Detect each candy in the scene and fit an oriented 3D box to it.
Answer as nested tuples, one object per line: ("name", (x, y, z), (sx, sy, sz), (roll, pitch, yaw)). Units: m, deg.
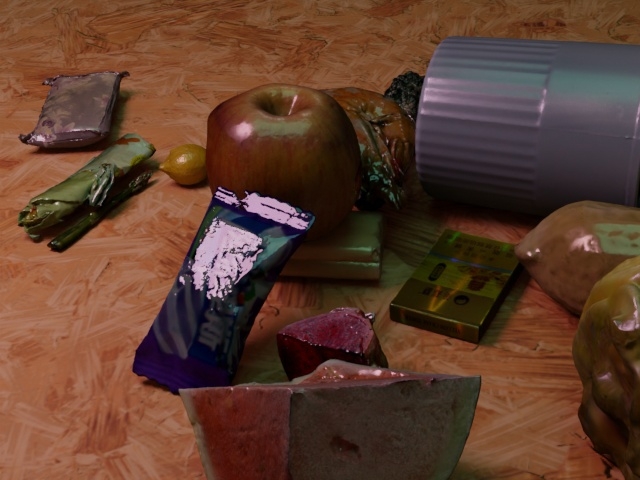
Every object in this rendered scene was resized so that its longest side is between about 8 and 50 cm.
("candy", (-0.117, 0.067, 1.156), (0.145, 0.070, 0.275), (19, 78, 23))

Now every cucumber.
("cucumber", (0.108, -0.157, 1.555), (0.096, 0.096, 0.359), (8, 34, 16))

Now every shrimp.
("shrimp", (0.080, -0.138, 1.422), (0.154, 0.062, 0.294), (-2, 45, -14))

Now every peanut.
("peanut", (0.408, 0.026, 1.196), (0.340, 0.158, 0.174), (1, 54, 13))

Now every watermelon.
("watermelon", (-0.010, 0.195, 0.964), (0.256, 0.176, 0.260), (-46, 21, -24))

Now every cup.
("cup", (0.327, -0.180, 1.428), (0.311, 0.256, 0.331), (9, 37, 21))

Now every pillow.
("pillow", (-0.435, -0.231, 1.750), (0.169, 0.059, 0.255), (-3, 35, 1))

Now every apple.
("apple", (-0.049, -0.101, 1.290), (0.211, 0.187, 0.211), (-1, 36, 1))

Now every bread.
("bread", (0.000, 0.000, 1.355), (0.178, 0.060, 0.139), (1, 33, 7))

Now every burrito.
("burrito", (-0.347, -0.092, 1.518), (0.104, 0.054, 0.288), (-1, 29, 37))

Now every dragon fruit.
("dragon fruit", (0.033, 0.133, 1.123), (0.147, 0.102, 0.096), (19, 34, 34))

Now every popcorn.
("popcorn", (0.388, 0.128, 0.972), (0.237, 0.292, 0.293), (-9, 33, -21))

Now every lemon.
("lemon", (-0.211, -0.120, 1.554), (0.092, 0.065, 0.065), (-10, 33, -20))

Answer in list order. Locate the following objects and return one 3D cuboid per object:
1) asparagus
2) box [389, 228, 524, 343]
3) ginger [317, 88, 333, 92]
("asparagus", (-0.330, -0.049, 1.494), (0.023, 0.022, 0.233), (-35, 9, 45))
("box", (0.184, 0.055, 1.285), (0.121, 0.030, 0.193), (14, 36, 24))
("ginger", (0.009, -0.213, 1.671), (0.096, 0.068, 0.190), (4, 32, 1))
